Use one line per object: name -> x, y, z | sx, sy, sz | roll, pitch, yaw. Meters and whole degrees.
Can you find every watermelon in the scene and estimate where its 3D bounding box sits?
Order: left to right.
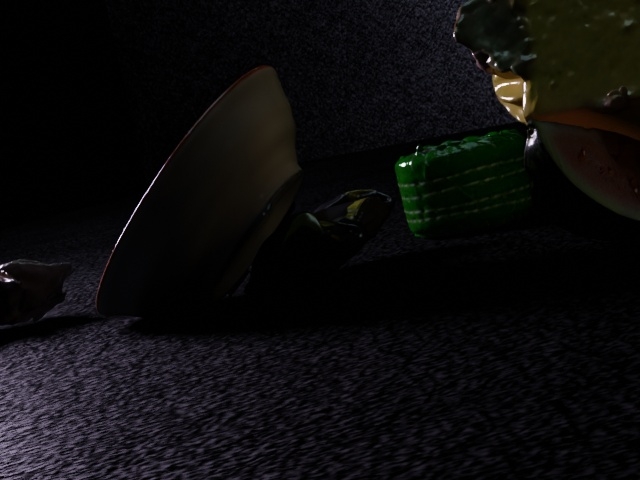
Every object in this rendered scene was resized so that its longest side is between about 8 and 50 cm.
watermelon -> 0.214, -0.030, 1.262 | 0.163, 0.087, 0.069 | 11, -41, -33

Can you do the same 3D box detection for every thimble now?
thimble -> 0.138, -0.055, 1.596 | 0.130, 0.090, 0.118 | -8, 8, 44

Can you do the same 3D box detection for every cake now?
cake -> 0.263, -0.161, 1.370 | 0.286, 0.222, 0.227 | -9, -25, 20

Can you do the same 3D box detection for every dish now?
dish -> -0.083, -0.021, 1.425 | 0.260, 0.085, 0.260 | -54, -7, -10

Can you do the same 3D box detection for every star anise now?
star anise -> -0.336, 0.065, 1.602 | 0.182, 0.065, 0.195 | -19, 6, -22

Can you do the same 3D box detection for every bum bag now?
bum bag -> 0.000, 0.000, 1.458 | 0.106, 0.060, 0.232 | -29, -1, 19
